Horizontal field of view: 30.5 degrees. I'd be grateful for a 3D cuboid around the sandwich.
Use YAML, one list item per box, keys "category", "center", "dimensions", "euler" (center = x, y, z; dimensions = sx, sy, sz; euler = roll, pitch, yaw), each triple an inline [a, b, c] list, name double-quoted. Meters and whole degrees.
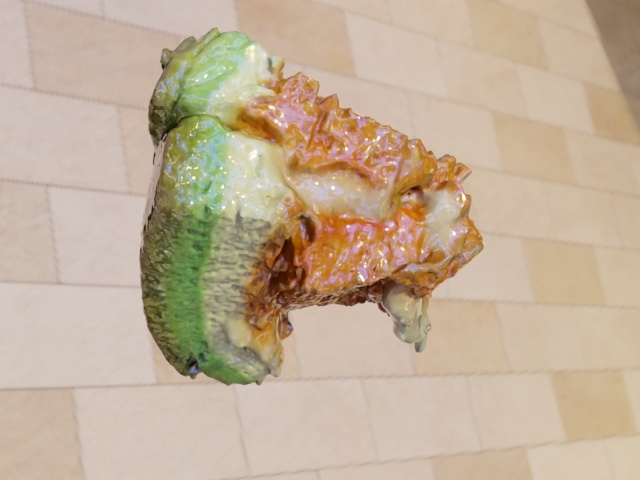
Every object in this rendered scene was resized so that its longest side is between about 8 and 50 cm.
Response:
- category: "sandwich"
  center: [-0.002, -0.005, 0.553]
  dimensions: [0.185, 0.159, 0.109]
  euler: [84, 13, -61]
